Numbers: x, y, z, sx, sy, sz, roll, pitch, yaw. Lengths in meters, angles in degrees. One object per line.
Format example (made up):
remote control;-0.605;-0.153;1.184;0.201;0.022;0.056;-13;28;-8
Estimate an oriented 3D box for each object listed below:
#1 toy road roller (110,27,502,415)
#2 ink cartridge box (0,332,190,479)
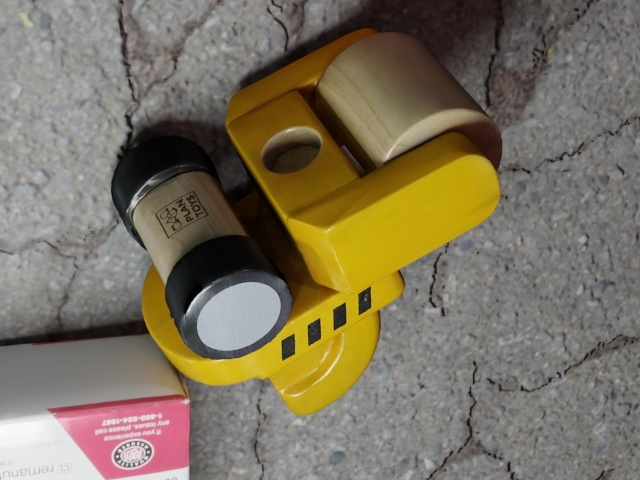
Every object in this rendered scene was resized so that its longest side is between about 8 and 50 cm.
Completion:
toy road roller;0.000;0.000;1.295;0.330;0.202;0.240;-31;136;-3
ink cartridge box;-0.234;0.248;1.330;0.226;0.131;0.306;-6;116;-17
